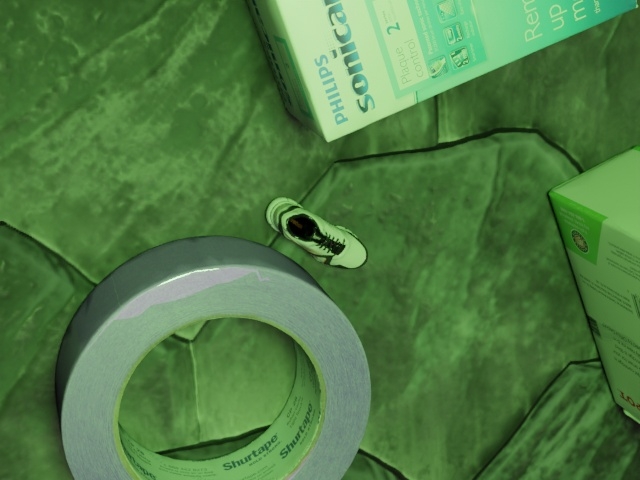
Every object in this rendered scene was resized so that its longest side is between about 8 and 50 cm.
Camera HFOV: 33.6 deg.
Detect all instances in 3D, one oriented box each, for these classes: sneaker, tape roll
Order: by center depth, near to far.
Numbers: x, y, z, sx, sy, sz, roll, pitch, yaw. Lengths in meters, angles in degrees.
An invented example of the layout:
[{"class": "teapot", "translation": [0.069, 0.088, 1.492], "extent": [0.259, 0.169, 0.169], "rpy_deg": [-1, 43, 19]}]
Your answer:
[{"class": "tape roll", "translation": [-0.097, 0.138, 0.958], "extent": [0.274, 0.090, 0.275], "rpy_deg": [-5, 109, -16]}, {"class": "sneaker", "translation": [0.000, 0.000, 0.969], "extent": [0.109, 0.044, 0.040], "rpy_deg": [27, 95, -25]}]

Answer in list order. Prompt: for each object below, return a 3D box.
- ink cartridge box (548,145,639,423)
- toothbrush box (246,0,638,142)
[{"class": "ink cartridge box", "translation": [0.349, 0.069, 1.019], "extent": [0.114, 0.198, 0.273], "rpy_deg": [-28, 114, -9]}, {"class": "toothbrush box", "translation": [0.083, -0.244, 0.872], "extent": [0.295, 0.126, 0.216], "rpy_deg": [-23, 113, -8]}]
